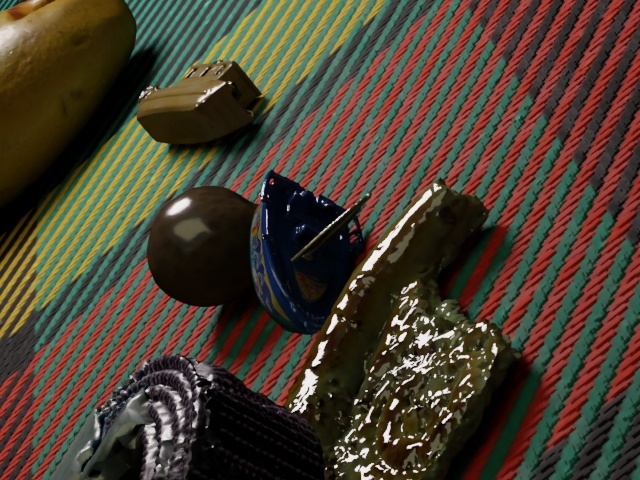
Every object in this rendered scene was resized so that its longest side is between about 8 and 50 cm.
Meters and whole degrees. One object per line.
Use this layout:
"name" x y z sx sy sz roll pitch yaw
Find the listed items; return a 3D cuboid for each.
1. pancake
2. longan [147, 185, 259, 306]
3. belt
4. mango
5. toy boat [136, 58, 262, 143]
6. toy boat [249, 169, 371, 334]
"pancake" 0.038 0.096 1.092 0.197 0.054 0.377 -28 30 32
"longan" -0.083 0.002 1.389 0.113 0.092 0.113 -29 18 11
"belt" -0.120 0.222 1.024 0.325 0.122 0.260 -58 21 8
"mango" -0.360 -0.156 2.006 0.365 0.182 0.253 -37 20 -9
"toy boat" -0.119 -0.136 1.712 0.077 0.057 0.200 -49 23 -20
"toy boat" 0.000 0.000 1.258 0.110 0.091 0.175 -50 23 32
